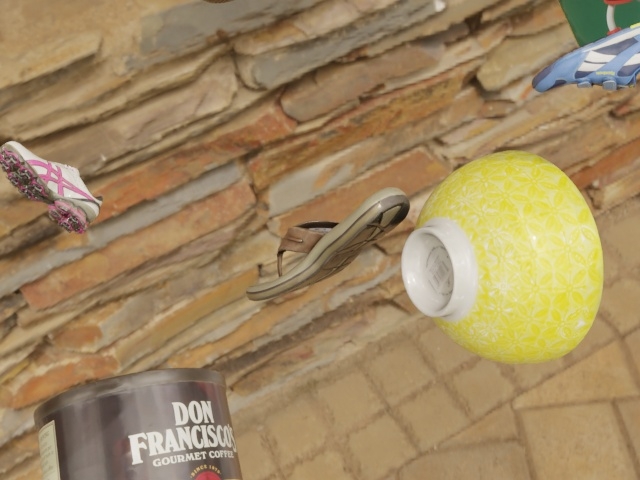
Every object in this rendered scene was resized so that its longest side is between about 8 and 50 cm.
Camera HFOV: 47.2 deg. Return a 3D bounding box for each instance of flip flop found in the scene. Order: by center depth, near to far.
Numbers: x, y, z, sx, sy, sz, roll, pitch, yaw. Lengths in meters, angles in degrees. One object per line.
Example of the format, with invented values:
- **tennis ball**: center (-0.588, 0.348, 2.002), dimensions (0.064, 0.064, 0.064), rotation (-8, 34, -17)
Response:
- **flip flop**: center (0.000, 0.000, 0.975), dimensions (0.112, 0.277, 0.080), rotation (-15, 70, -51)

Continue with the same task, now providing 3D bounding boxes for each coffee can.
- **coffee can**: center (-0.169, 0.291, 0.739), dimensions (0.202, 0.201, 0.275), rotation (-16, 68, 1)

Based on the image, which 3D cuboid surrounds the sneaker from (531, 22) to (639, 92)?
- **sneaker**: center (0.289, -0.176, 0.750), dimensions (0.144, 0.059, 0.053), rotation (-18, 6, 30)

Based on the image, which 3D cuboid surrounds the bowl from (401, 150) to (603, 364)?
- **bowl**: center (0.200, 0.031, 0.956), dimensions (0.156, 0.289, 0.289), rotation (-8, 42, -27)

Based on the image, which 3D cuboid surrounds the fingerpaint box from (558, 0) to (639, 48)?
- **fingerpaint box**: center (0.440, -0.502, 1.039), dimensions (0.163, 0.371, 0.445), rotation (-20, 10, 43)

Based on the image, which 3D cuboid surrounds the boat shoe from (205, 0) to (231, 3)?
- **boat shoe**: center (-0.123, -0.287, 0.788), dimensions (0.050, 0.045, 0.135), rotation (-19, -1, 38)

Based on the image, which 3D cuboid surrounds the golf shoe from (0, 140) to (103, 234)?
- **golf shoe**: center (-0.439, -0.097, 1.193), dimensions (0.068, 0.186, 0.086), rotation (-16, 37, 38)
